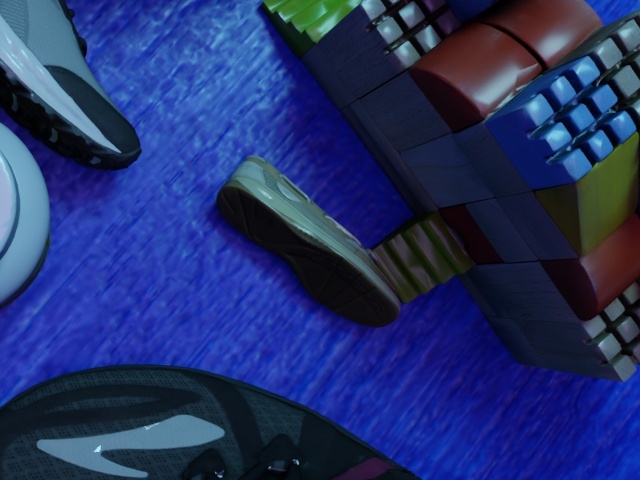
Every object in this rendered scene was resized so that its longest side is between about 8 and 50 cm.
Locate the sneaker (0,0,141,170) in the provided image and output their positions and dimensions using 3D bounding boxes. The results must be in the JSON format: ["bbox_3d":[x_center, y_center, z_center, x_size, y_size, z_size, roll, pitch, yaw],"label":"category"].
[{"bbox_3d":[-0.195,-0.163,0.606,0.108,0.100,0.272,-38,97,-19],"label":"sneaker"}]

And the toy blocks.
[{"bbox_3d":[0.139,-0.054,0.607,0.190,0.261,0.381,-38,97,-14],"label":"toy blocks"}]

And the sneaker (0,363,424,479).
[{"bbox_3d":[0.005,0.178,0.535,0.482,0.202,0.185,17,68,15],"label":"sneaker"}]

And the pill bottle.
[{"bbox_3d":[-0.210,-0.012,0.535,0.117,0.208,0.118,1,87,-15],"label":"pill bottle"}]

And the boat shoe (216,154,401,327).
[{"bbox_3d":[-0.001,0.001,0.676,0.153,0.056,0.048,37,48,-6],"label":"boat shoe"}]
